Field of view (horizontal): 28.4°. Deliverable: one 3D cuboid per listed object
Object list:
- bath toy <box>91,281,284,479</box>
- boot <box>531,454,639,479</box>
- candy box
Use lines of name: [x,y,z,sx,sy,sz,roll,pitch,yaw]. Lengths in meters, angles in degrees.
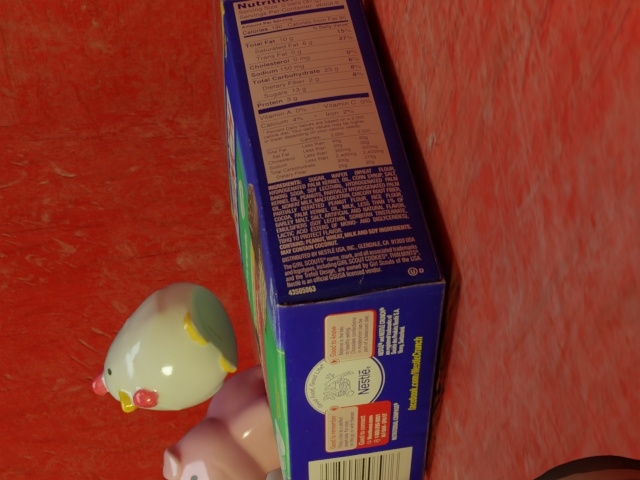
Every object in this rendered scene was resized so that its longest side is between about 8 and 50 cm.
bath toy: [-0.070,0.192,1.099,0.348,0.129,0.151,53,-161,-26]
boot: [0.067,0.249,0.295,0.377,0.138,0.284,-63,10,-6]
candy box: [0.000,0.000,0.990,0.268,0.122,0.317,90,171,-49]
